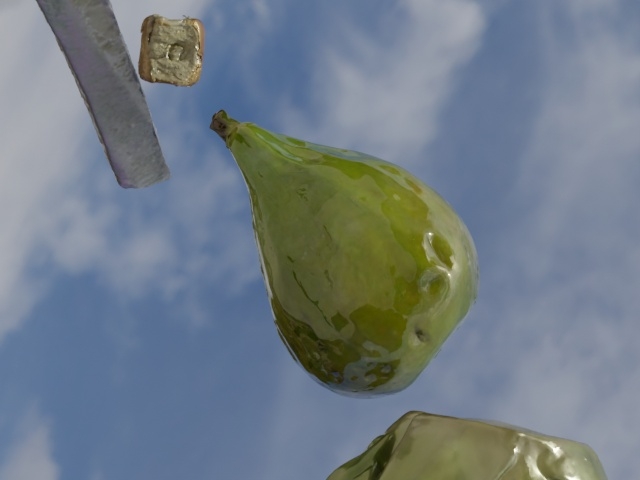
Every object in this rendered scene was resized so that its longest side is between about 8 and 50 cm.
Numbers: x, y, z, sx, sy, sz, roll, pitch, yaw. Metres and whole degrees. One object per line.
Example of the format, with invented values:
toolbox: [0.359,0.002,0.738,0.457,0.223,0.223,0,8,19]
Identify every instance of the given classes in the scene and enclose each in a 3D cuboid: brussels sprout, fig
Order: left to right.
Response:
fig: [0.009,0.023,1.739,0.233,0.314,0.233,-52,-159,30]
brussels sprout: [0.127,0.305,1.421,0.247,0.328,0.328,0,-116,43]

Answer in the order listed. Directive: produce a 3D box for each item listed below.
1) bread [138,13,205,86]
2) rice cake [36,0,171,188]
bread: [-0.166,-0.216,1.997,0.070,0.077,0.083,-151,-113,-72]
rice cake: [-0.222,-0.175,1.792,0.073,0.365,0.056,-25,-124,-4]
